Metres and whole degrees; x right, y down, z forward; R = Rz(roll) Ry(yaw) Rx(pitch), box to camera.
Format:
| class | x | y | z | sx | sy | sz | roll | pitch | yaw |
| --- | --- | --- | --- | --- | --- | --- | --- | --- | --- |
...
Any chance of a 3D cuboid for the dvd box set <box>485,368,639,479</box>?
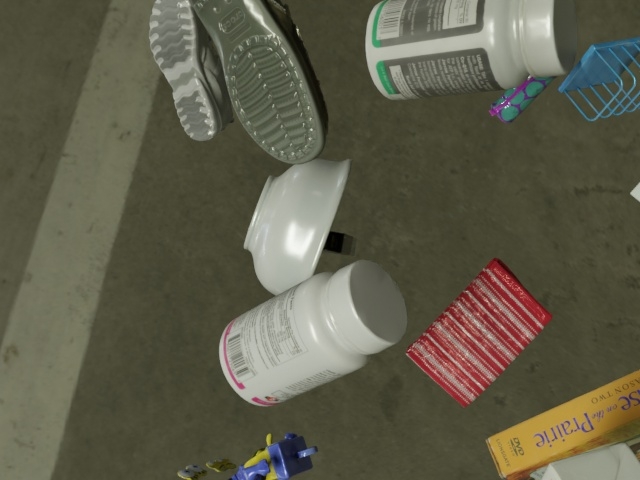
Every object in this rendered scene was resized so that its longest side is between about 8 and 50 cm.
| class | x | y | z | sx | sy | sz | roll | pitch | yaw |
| --- | --- | --- | --- | --- | --- | --- | --- | --- | --- |
| dvd box set | 0.472 | 0.243 | 1.032 | 0.420 | 0.307 | 0.062 | -30 | 54 | 17 |

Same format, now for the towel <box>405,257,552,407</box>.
| class | x | y | z | sx | sy | sz | roll | pitch | yaw |
| --- | --- | --- | --- | --- | --- | --- | --- | --- | --- |
| towel | 0.332 | 0.192 | 1.562 | 0.275 | 0.199 | 0.031 | -47 | 17 | 2 |

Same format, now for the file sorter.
| class | x | y | z | sx | sy | sz | roll | pitch | yaw |
| --- | --- | --- | --- | --- | --- | --- | --- | --- | --- |
| file sorter | 0.580 | -0.312 | 1.468 | 0.104 | 0.170 | 0.118 | 60 | 147 | 24 |

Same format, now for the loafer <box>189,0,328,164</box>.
| class | x | y | z | sx | sy | sz | roll | pitch | yaw |
| --- | --- | --- | --- | --- | --- | --- | --- | --- | --- |
| loafer | -0.052 | -0.199 | 0.750 | 0.094 | 0.087 | 0.251 | -17 | 101 | 36 |

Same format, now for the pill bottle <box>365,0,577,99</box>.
| class | x | y | z | sx | sy | sz | roll | pitch | yaw |
| --- | --- | --- | --- | --- | --- | --- | --- | --- | --- |
| pill bottle | 0.285 | -0.383 | 1.434 | 0.361 | 0.204 | 0.204 | 1 | 76 | 33 |

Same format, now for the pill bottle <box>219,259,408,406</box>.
| class | x | y | z | sx | sy | sz | roll | pitch | yaw |
| --- | --- | --- | --- | --- | --- | --- | --- | --- | --- |
| pill bottle | -0.013 | 0.146 | 1.182 | 0.283 | 0.160 | 0.160 | -30 | 61 | 35 |

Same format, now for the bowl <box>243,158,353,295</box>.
| class | x | y | z | sx | sy | sz | roll | pitch | yaw |
| --- | --- | --- | --- | --- | --- | --- | --- | --- | --- |
| bowl | -0.053 | -0.030 | 1.357 | 0.134 | 0.298 | 0.298 | 21 | 86 | -2 |

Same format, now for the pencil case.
| class | x | y | z | sx | sy | sz | roll | pitch | yaw |
| --- | --- | --- | --- | --- | --- | --- | --- | --- | --- |
| pencil case | 0.441 | -0.326 | 1.644 | 0.152 | 0.070 | 0.064 | -49 | 62 | 39 |

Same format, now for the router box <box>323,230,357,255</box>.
| class | x | y | z | sx | sy | sz | roll | pitch | yaw |
| --- | --- | --- | --- | --- | --- | --- | --- | --- | --- |
| router box | 0.000 | 0.000 | 1.646 | 0.133 | 0.179 | 0.046 | 9 | 89 | 11 |

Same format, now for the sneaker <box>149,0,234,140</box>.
| class | x | y | z | sx | sy | sz | roll | pitch | yaw |
| --- | --- | --- | --- | --- | --- | --- | --- | --- | --- |
| sneaker | -0.234 | -0.332 | 1.406 | 0.105 | 0.115 | 0.281 | -2 | 109 | 29 |

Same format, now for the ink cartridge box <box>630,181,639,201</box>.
| class | x | y | z | sx | sy | sz | roll | pitch | yaw |
| --- | --- | --- | --- | --- | --- | --- | --- | --- | --- |
| ink cartridge box | 0.599 | -0.063 | 1.175 | 0.127 | 0.072 | 0.175 | -54 | 51 | 19 |

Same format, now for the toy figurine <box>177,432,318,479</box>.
| class | x | y | z | sx | sy | sz | roll | pitch | yaw |
| --- | --- | --- | --- | --- | --- | --- | --- | --- | --- |
| toy figurine | -0.073 | 0.454 | 1.422 | 0.217 | 0.362 | 0.191 | -34 | 69 | 18 |

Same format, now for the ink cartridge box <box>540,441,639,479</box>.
| class | x | y | z | sx | sy | sz | roll | pitch | yaw |
| --- | --- | --- | --- | --- | --- | --- | --- | --- | --- |
| ink cartridge box | 0.234 | 0.297 | 0.652 | 0.078 | 0.231 | 0.134 | -11 | 46 | -15 |
